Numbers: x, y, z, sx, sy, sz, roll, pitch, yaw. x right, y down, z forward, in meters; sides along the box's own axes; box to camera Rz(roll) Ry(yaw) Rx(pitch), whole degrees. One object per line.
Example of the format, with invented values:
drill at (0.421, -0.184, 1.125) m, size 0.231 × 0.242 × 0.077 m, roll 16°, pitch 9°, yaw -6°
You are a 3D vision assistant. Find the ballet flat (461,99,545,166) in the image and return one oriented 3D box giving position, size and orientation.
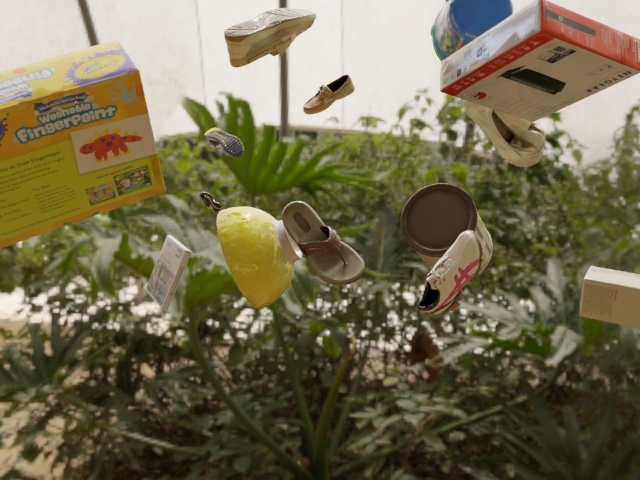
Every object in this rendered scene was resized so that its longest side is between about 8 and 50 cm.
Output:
ballet flat at (0.542, -0.307, 2.034) m, size 0.400 × 0.139 × 0.139 m, roll 31°, pitch -14°, yaw -39°

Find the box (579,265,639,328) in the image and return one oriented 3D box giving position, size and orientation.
box at (0.791, 0.150, 1.804) m, size 0.275 × 0.113 × 0.094 m, roll 12°, pitch 25°, yaw 26°

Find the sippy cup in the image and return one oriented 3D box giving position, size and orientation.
sippy cup at (0.425, -0.594, 1.996) m, size 0.306 × 0.240 × 0.224 m, roll 31°, pitch 0°, yaw 7°

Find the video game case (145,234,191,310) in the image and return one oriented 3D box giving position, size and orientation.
video game case at (-0.445, 0.091, 2.131) m, size 0.023 × 0.183 × 0.201 m, roll 22°, pitch 3°, yaw -30°

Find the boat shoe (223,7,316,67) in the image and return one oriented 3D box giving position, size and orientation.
boat shoe at (-0.128, -0.536, 1.924) m, size 0.109 × 0.098 × 0.302 m, roll 25°, pitch 43°, yaw 33°

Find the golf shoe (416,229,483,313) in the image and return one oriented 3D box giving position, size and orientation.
golf shoe at (0.244, 0.065, 1.379) m, size 0.086 × 0.186 × 0.067 m, roll -4°, pitch 35°, yaw -37°

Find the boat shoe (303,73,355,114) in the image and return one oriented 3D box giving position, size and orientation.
boat shoe at (0.015, -0.336, 1.672) m, size 0.135 × 0.045 × 0.050 m, roll -34°, pitch 51°, yaw -13°

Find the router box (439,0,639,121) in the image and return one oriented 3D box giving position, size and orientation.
router box at (0.493, -0.397, 1.667) m, size 0.301 × 0.082 × 0.335 m, roll 11°, pitch -16°, yaw -25°

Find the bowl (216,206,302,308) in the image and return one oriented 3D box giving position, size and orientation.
bowl at (-0.142, 0.025, 1.953) m, size 0.156 × 0.289 × 0.289 m, roll -22°, pitch 2°, yaw 10°

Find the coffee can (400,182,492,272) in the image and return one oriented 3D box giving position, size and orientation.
coffee can at (0.354, -0.015, 2.020) m, size 0.202 × 0.201 × 0.275 m, roll 6°, pitch -15°, yaw 24°

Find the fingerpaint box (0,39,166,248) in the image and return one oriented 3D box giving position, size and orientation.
fingerpaint box at (-0.627, -0.223, 1.723) m, size 0.445 × 0.371 × 0.163 m, roll -22°, pitch 49°, yaw -18°

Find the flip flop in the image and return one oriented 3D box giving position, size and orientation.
flip flop at (0.000, 0.000, 1.809) m, size 0.112 × 0.277 × 0.080 m, roll -35°, pitch -22°, yaw -11°

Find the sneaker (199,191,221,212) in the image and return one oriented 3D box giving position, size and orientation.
sneaker at (-0.370, -0.128, 2.399) m, size 0.044 × 0.040 × 0.109 m, roll 28°, pitch -13°, yaw 31°

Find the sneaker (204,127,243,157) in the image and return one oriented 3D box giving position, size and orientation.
sneaker at (-0.255, -0.256, 1.995) m, size 0.053 × 0.059 × 0.144 m, roll -36°, pitch 50°, yaw -23°
